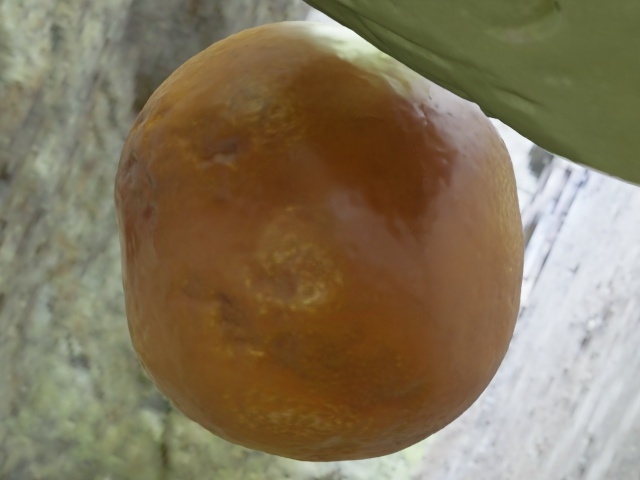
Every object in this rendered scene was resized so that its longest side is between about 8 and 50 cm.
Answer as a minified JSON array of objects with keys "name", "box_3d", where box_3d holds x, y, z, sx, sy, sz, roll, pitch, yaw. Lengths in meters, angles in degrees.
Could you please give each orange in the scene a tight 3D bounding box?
[{"name":"orange","box_3d":[0.000,0.000,0.854,0.261,0.261,0.261,24,-90,-90]}]

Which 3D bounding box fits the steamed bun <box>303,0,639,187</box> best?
[{"name":"steamed bun","box_3d":[0.154,-0.234,0.622,0.371,0.456,0.290,-53,-27,-29]}]
